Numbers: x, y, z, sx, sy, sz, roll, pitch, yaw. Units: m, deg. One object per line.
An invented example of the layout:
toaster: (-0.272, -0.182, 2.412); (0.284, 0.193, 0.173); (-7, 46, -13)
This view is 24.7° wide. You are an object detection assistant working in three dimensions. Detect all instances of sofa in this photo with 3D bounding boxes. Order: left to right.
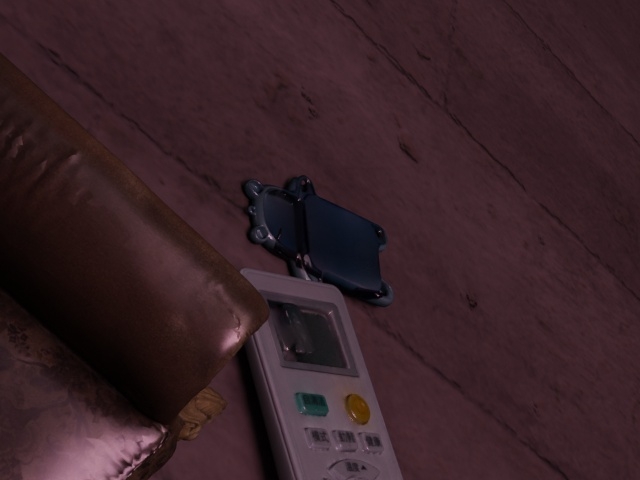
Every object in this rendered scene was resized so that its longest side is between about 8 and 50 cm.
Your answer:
sofa: (-0.161, 0.065, 0.548); (0.200, 0.182, 0.258); (43, 68, -1)

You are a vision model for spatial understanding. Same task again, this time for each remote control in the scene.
remote control: (0.009, 0.157, 0.922); (0.103, 0.051, 0.293); (14, 53, -48)

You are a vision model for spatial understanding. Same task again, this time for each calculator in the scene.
calculator: (0.000, 0.000, 1.045); (0.141, 0.019, 0.094); (24, 48, -39)
